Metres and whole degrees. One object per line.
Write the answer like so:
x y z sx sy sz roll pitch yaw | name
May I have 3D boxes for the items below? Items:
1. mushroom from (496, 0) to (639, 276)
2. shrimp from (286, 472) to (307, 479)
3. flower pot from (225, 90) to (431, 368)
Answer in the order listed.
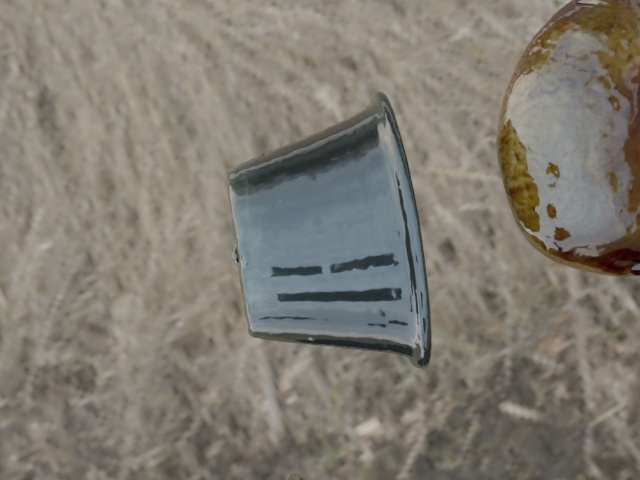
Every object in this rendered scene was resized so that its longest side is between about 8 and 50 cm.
0.249 -0.096 1.466 0.255 0.267 0.267 15 122 32 | mushroom
0.011 0.312 1.804 0.062 0.317 0.164 -22 86 10 | shrimp
0.000 0.000 1.441 0.235 0.148 0.235 172 90 -87 | flower pot
